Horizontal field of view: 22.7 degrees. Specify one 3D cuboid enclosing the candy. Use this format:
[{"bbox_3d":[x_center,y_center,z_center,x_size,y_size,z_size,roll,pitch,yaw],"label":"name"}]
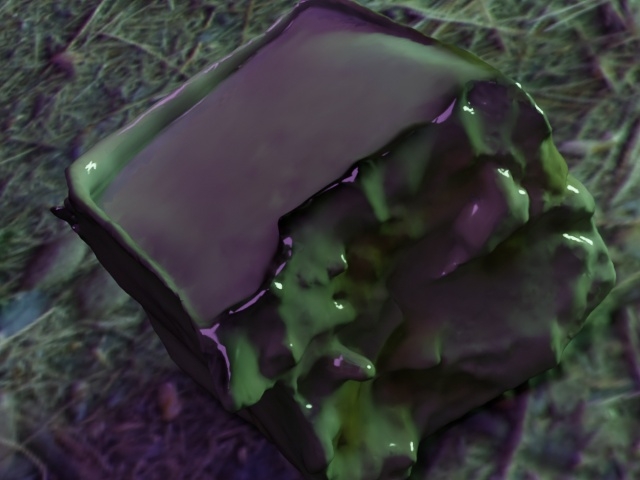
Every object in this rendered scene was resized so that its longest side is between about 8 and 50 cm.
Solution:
[{"bbox_3d":[0.000,0.000,0.701,0.185,0.137,0.195,-38,37,-14],"label":"candy"}]
